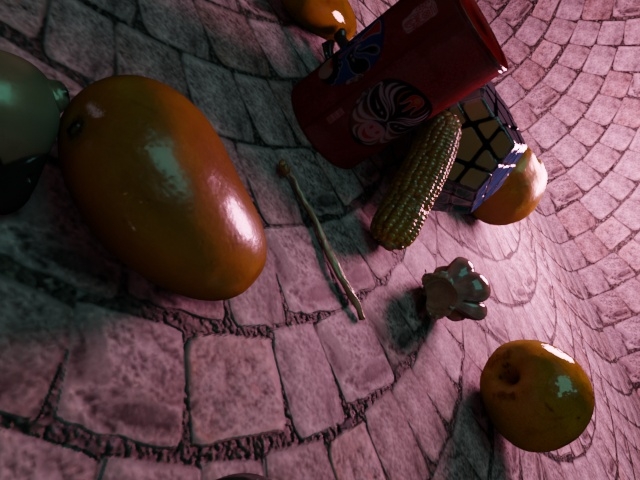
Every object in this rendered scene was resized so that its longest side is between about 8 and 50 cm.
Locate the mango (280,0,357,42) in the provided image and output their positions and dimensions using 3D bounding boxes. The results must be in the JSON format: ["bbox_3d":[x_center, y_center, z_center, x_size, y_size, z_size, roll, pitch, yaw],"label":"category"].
[{"bbox_3d":[0.001,-0.518,1.062,0.253,0.113,0.138,4,55,-56],"label":"mango"}]

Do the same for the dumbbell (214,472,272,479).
[{"bbox_3d":[-0.162,0.193,0.253,0.406,0.179,0.179,35,41,-36],"label":"dumbbell"}]

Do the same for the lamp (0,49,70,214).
[{"bbox_3d":[-0.297,-0.108,0.313,0.197,0.198,0.244,67,11,8],"label":"lamp"}]

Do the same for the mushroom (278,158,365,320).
[{"bbox_3d":[0.004,-0.002,0.768,0.028,0.026,0.286,-28,91,-41],"label":"mushroom"}]

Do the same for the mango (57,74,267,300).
[{"bbox_3d":[-0.146,-0.039,0.481,0.254,0.139,0.175,56,27,-19],"label":"mango"}]

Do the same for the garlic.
[{"bbox_3d":[0.277,0.111,0.972,0.194,0.127,0.131,37,32,-63],"label":"garlic"}]

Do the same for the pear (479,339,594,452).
[{"bbox_3d":[0.419,0.303,0.936,0.209,0.209,0.208,33,42,-36],"label":"pear"}]

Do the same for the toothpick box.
[{"bbox_3d":[0.134,-0.296,0.873,0.204,0.334,0.204,34,41,-36],"label":"toothpick box"}]

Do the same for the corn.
[{"bbox_3d":[0.182,-0.113,0.906,0.101,0.101,0.291,30,83,-39],"label":"corn"}]

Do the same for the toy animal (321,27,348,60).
[{"bbox_3d":[0.101,-0.382,1.105,0.245,0.115,0.146,-7,74,-30],"label":"toy animal"}]

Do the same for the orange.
[{"bbox_3d":[0.518,-0.182,1.397,0.279,0.235,0.278,43,32,-36],"label":"orange"}]

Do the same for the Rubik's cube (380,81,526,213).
[{"bbox_3d":[0.291,-0.215,1.086,0.264,0.318,0.319,42,27,22],"label":"Rubik's cube"}]
